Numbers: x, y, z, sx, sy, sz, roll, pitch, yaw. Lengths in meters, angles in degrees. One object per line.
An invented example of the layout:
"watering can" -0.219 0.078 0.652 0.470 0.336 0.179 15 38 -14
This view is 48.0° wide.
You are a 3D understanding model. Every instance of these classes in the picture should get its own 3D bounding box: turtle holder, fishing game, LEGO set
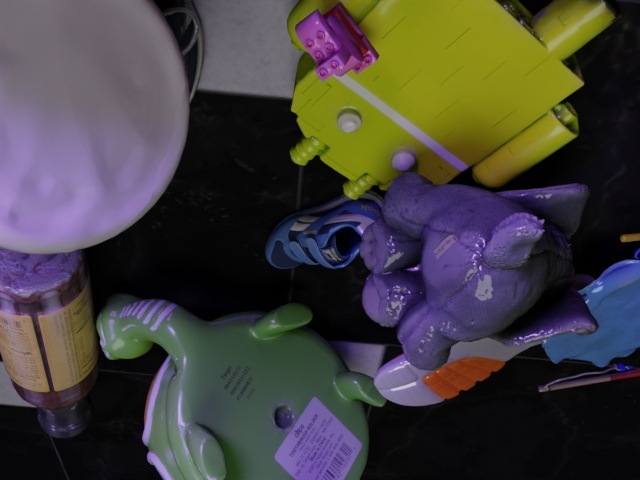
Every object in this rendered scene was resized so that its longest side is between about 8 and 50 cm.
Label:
"turtle holder" -0.110 0.204 0.824 0.320 0.243 0.227 20 153 -29
"fishing game" 0.320 0.074 0.772 0.189 0.041 0.264 -8 137 -10
"LEGO set" -0.019 -0.201 0.431 0.087 0.093 0.227 -29 111 30

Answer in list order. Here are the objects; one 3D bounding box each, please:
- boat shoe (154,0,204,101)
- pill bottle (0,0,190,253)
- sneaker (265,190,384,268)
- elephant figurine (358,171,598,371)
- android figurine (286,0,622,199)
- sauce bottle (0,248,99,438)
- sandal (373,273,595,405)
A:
"boat shoe" -0.133 -0.177 0.523 0.095 0.079 0.254 9 137 -5
"pill bottle" -0.239 -0.099 0.478 0.302 0.169 0.169 16 150 42
"sneaker" 0.000 0.000 0.720 0.144 0.059 0.053 -26 132 31
"elephant figurine" 0.167 0.017 0.624 0.240 0.186 0.169 1 120 -33
"android figurine" 0.088 -0.129 0.577 0.248 0.056 0.273 33 129 -28
"sauce bottle" -0.319 0.125 0.845 0.112 0.111 0.344 10 137 -6
"sandal" 0.178 0.098 0.810 0.265 0.076 0.102 -27 134 2
